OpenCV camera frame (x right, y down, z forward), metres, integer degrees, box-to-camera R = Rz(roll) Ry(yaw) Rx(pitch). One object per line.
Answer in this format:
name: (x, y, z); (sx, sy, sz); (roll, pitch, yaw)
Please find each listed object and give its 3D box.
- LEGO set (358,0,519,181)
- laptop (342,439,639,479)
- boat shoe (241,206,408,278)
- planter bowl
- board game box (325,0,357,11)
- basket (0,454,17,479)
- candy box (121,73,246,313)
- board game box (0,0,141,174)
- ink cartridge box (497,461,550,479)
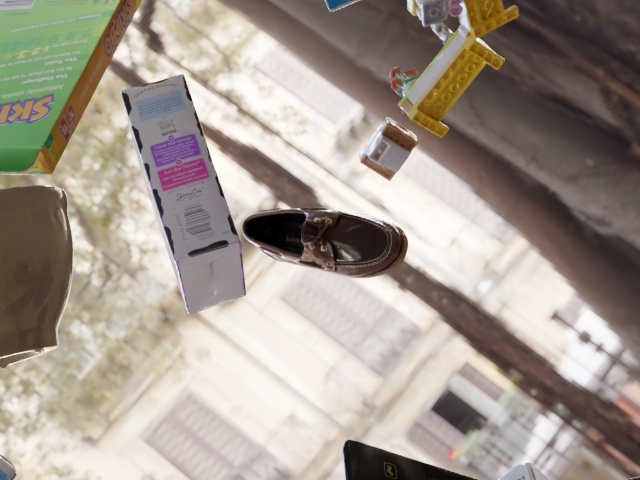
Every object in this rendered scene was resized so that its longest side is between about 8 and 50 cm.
LEGO set: (0.094, -0.201, 1.218); (0.132, 0.107, 0.287); (-11, -49, -22)
laptop: (0.165, 0.223, 0.804); (0.136, 0.264, 0.234); (-46, 35, 36)
boat shoe: (0.000, 0.000, 1.510); (0.073, 0.207, 0.073); (22, -105, -48)
planter bowl: (-0.242, 0.037, 0.930); (0.162, 0.109, 0.162); (-17, -6, -2)
board game box: (0.058, -0.414, 1.328); (0.224, 0.303, 0.097); (-20, 15, 12)
basket: (-0.479, 0.319, 1.440); (0.289, 0.201, 0.255); (-50, 24, -24)
candy box: (-0.140, -0.046, 1.382); (0.070, 0.196, 0.165); (-17, -20, -7)
board game box: (-0.244, -0.136, 1.103); (0.259, 0.124, 0.039); (-72, -25, -44)
ink cartridge box: (0.193, 0.305, 1.144); (0.140, 0.191, 0.082); (-42, 21, 14)
